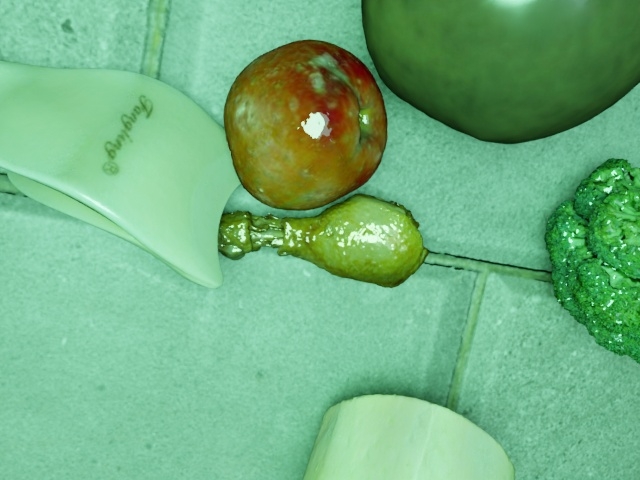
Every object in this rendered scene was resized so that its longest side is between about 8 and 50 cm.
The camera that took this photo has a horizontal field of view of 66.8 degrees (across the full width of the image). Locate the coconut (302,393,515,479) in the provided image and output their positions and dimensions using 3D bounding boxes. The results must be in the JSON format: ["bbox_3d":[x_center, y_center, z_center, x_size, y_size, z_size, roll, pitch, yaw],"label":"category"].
[{"bbox_3d":[0.093,0.288,0.547,0.239,0.244,0.239,12,125,18],"label":"coconut"}]

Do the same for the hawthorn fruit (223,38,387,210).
[{"bbox_3d":[-0.013,-0.114,0.485,0.173,0.173,0.172,-1,100,-9],"label":"hawthorn fruit"}]

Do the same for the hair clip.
[{"bbox_3d":[-0.204,-0.085,0.474,0.282,0.113,0.172,17,57,-2],"label":"hair clip"}]

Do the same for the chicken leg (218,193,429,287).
[{"bbox_3d":[0.000,-0.001,0.555,0.252,0.087,0.107,2,88,-3],"label":"chicken leg"}]

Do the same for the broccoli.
[{"bbox_3d":[0.398,0.012,0.541,0.270,0.270,0.270,37,136,-13],"label":"broccoli"}]

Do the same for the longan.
[{"bbox_3d":[0.187,-0.240,0.447,0.298,0.297,0.297,-1,100,-9],"label":"longan"}]
